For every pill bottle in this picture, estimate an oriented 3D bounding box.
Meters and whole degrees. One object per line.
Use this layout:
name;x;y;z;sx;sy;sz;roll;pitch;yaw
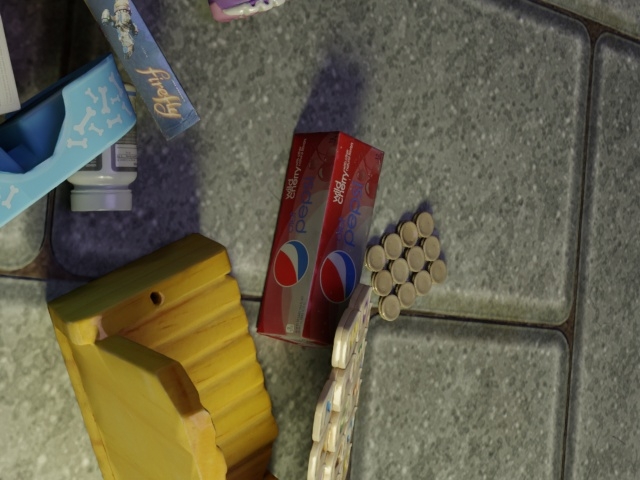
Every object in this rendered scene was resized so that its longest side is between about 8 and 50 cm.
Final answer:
pill bottle;-0.236;-0.100;1.394;0.078;0.078;0.137;-2;92;-45

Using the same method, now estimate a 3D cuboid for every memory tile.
memory tile;0.118;0.033;1.797;0.148;0.012;0.113;-33;113;-39

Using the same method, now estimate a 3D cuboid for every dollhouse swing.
dollhouse swing;-0.093;0.199;1.387;0.315;0.305;0.347;-28;109;-41

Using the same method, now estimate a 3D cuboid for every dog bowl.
dog bowl;-0.299;-0.073;1.250;0.297;0.166;0.074;-42;108;-28

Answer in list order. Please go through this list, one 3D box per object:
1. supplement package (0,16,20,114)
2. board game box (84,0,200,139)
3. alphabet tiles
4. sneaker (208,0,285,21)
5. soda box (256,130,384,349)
supplement package;-0.420;-0.154;1.167;0.244;0.139;0.134;-22;108;-43
board game box;-0.204;-0.225;1.339;0.042;0.165;0.243;-30;103;-2
alphabet tiles;0.026;0.203;1.578;0.278;0.021;0.284;-59;158;-64
sneaker;-0.044;-0.346;1.553;0.236;0.095;0.104;-35;110;-19
soda box;0.000;0.000;1.628;0.092;0.083;0.263;21;76;-44
